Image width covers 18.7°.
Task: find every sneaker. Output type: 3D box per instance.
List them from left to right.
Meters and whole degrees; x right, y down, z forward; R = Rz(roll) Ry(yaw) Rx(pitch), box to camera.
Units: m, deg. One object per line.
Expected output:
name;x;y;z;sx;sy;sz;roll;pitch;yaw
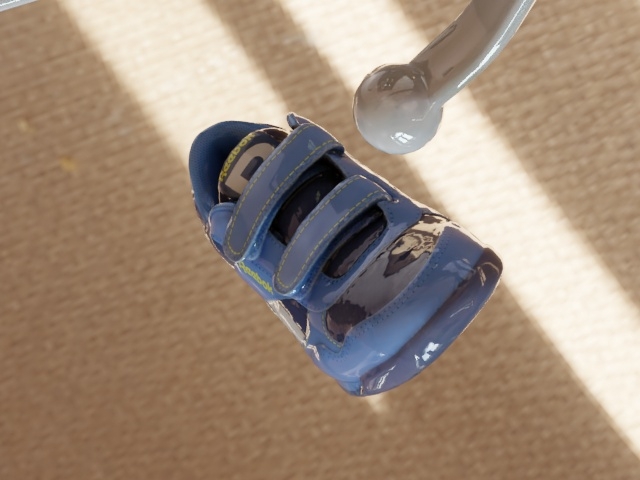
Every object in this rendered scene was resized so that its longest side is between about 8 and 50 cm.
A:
sneaker;0.000;0.000;0.535;0.059;0.053;0.144;48;171;-22

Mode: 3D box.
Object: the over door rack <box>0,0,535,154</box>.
over door rack;-0.055;-0.130;0.465;0.108;0.324;0.240;102;150;-50
